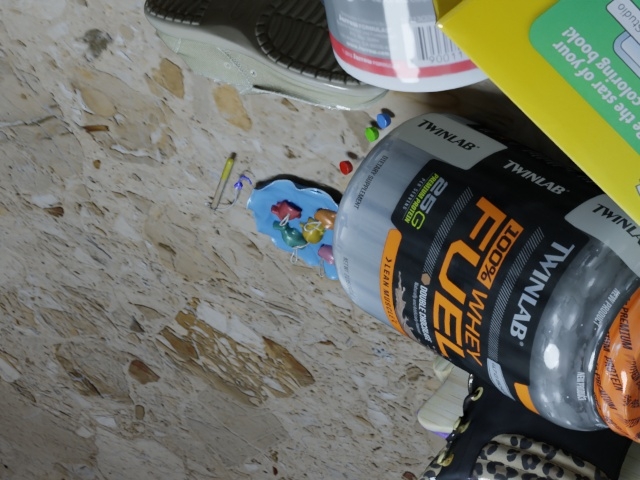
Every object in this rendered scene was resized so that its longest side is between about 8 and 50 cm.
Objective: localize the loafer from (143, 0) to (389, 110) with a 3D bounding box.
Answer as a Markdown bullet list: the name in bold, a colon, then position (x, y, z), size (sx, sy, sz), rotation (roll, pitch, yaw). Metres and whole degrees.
- **loafer**: position (-0.036, -0.178, 1.740), size (0.268, 0.102, 0.092), rotation (23, 156, 30)

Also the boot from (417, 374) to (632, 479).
- **boot**: position (0.164, 0.135, 1.888), size (0.377, 0.284, 0.138), rotation (12, 149, 25)

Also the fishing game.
- **fishing game**: position (0.000, 0.000, 2.082), size (0.264, 0.041, 0.189), rotation (29, 155, -4)

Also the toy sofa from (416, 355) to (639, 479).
- **toy sofa**: position (0.287, 0.209, 1.961), size (0.362, 0.177, 0.150), rotation (22, 156, 38)

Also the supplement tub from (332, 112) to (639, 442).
- **supplement tub**: position (0.190, 0.034, 1.689), size (0.338, 0.207, 0.207), rotation (29, 160, 39)

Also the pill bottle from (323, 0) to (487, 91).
- **pill bottle**: position (0.065, -0.263, 1.345), size (0.161, 0.161, 0.283), rotation (11, 129, 30)

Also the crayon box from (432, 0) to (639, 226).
- **crayon box**: position (0.305, -0.146, 1.282), size (0.313, 0.106, 0.363), rotation (-37, 118, 22)

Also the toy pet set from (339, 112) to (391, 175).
- **toy pet set**: position (0.089, -0.063, 1.888), size (0.114, 0.065, 0.122), rotation (61, 152, 11)

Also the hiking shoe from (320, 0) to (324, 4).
- **hiking shoe**: position (0.057, -0.262, 1.529), size (0.114, 0.086, 0.227), rotation (45, 141, -15)
